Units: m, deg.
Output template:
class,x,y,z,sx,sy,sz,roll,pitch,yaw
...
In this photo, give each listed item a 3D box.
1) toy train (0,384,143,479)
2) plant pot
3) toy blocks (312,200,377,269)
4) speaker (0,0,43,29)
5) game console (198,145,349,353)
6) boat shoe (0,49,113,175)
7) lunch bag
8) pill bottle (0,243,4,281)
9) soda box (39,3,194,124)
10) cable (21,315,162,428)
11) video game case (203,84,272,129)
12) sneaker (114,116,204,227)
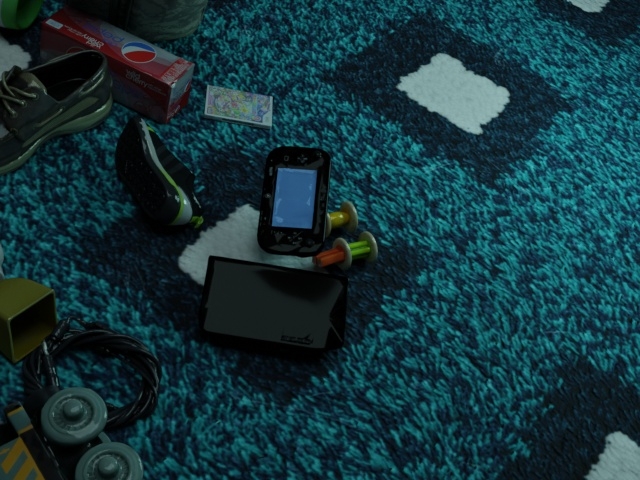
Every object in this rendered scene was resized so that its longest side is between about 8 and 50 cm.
class,x,y,z,sx,sy,sz,roll,pitch,yaw
toy train,-0.286,0.315,1.155,0.190,0.142,0.334,-26,58,-25
plant pot,-0.412,0.097,1.366,0.083,0.082,0.081,28,43,24
toy blocks,0.000,0.000,1.618,0.148,0.054,0.123,-12,53,-27
speaker,-0.651,-0.483,1.829,0.296,0.131,0.131,23,44,4
game console,-0.060,0.004,1.547,0.213,0.044,0.362,9,58,-6
boat shoe,-0.478,-0.216,1.616,0.132,0.130,0.355,35,46,17
lunch bag,-0.309,-0.489,1.814,0.255,0.305,0.213,14,75,-12
pill bottle,-0.494,0.004,1.422,0.087,0.087,0.160,-11,51,-27
soda box,-0.356,-0.307,1.776,0.263,0.092,0.083,27,43,9
cable,-0.298,0.179,1.343,0.184,0.047,0.150,31,45,12
video game case,-0.147,-0.241,1.840,0.122,0.011,0.087,9,44,-10
sneaker,-0.254,-0.101,1.635,0.097,0.084,0.235,11,39,-44
